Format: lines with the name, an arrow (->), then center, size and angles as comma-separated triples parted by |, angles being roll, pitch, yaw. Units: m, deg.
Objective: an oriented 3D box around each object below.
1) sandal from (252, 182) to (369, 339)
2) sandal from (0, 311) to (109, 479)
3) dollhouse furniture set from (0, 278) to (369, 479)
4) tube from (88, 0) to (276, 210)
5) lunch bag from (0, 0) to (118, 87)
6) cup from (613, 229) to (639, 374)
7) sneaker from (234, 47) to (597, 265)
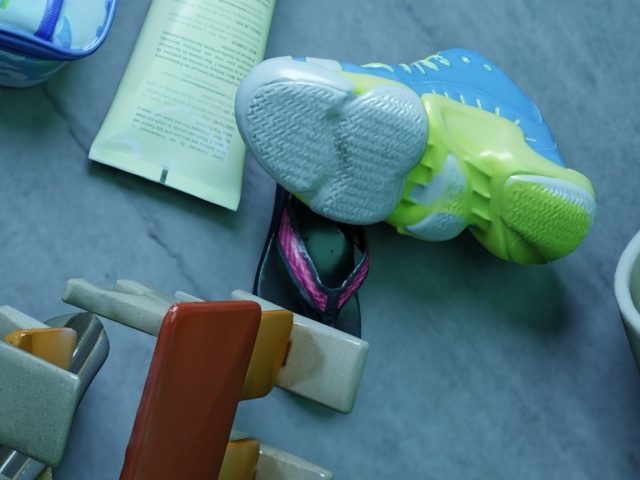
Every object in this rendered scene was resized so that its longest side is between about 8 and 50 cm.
sandal -> 0.000, 0.000, 1.129 | 0.067, 0.040, 0.179 | 10, 74, -26
sandal -> -0.172, 0.131, 1.002 | 0.060, 0.090, 0.219 | 54, 52, -31
dollhouse furniture set -> -0.084, 0.151, 0.940 | 0.262, 0.135, 0.259 | -1, 109, -60
tube -> -0.061, -0.144, 1.127 | 0.070, 0.062, 0.240 | 9, 76, 21
lunch bag -> -0.179, -0.204, 1.060 | 0.176, 0.090, 0.219 | 21, 71, -24
cup -> 0.357, 0.109, 1.157 | 0.331, 0.331, 0.237 | -26, 116, -29
sneaker -> 0.049, -0.067, 1.138 | 0.240, 0.091, 0.126 | 24, 33, -28
